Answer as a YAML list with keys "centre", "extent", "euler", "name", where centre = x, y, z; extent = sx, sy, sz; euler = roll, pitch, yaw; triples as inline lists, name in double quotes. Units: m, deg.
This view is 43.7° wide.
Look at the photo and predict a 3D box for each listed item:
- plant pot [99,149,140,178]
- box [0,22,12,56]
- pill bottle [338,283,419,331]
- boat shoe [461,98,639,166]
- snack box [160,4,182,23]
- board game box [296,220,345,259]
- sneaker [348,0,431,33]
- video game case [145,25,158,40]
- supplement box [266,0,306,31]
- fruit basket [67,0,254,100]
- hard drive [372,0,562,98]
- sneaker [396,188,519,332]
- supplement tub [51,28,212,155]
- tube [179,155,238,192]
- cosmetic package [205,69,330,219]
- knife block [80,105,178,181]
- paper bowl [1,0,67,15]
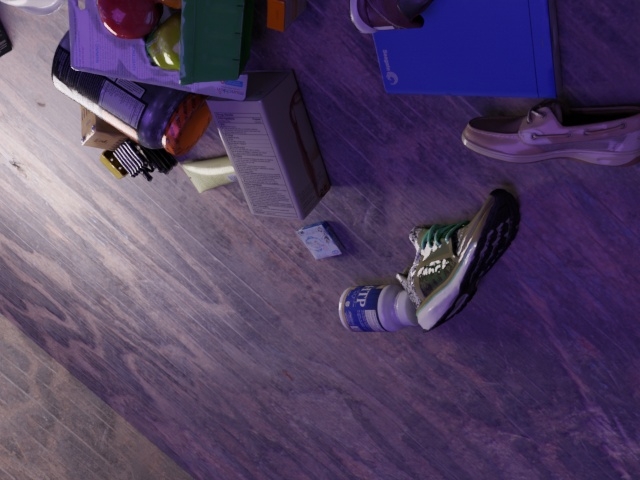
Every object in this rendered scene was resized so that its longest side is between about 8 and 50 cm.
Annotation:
- centre: [-0.514, -0.206, 2.043]
  extent: [0.081, 0.081, 0.083]
  euler: [47, 153, -11]
  name: "plant pot"
- centre: [-0.881, -0.532, 1.986]
  extent: [0.156, 0.093, 0.158]
  euler: [12, 134, 29]
  name: "box"
- centre: [0.146, 0.159, 1.869]
  extent: [0.187, 0.112, 0.112]
  euler: [-6, 124, 40]
  name: "pill bottle"
- centre: [0.389, -0.192, 1.344]
  extent: [0.302, 0.109, 0.098]
  euler: [8, 128, 24]
  name: "boat shoe"
- centre: [-0.288, -0.493, 1.561]
  extent: [0.037, 0.100, 0.141]
  euler: [9, 134, 31]
  name: "snack box"
- centre: [0.000, 0.000, 1.896]
  extent: [0.090, 0.020, 0.090]
  euler: [-13, 119, 44]
  name: "board game box"
- centre: [0.128, -0.466, 1.258]
  extent: [0.163, 0.106, 0.281]
  euler: [10, 127, 25]
  name: "sneaker"
- centre: [-0.384, -0.401, 1.791]
  extent: [0.173, 0.022, 0.190]
  euler: [-15, 117, 45]
  name: "video game case"
- centre: [-0.061, -0.432, 1.449]
  extent: [0.036, 0.098, 0.062]
  euler: [21, 137, 15]
  name: "supplement box"
- centre: [-0.295, -0.437, 1.471]
  extent: [0.353, 0.165, 0.327]
  euler: [14, 127, 8]
  name: "fruit basket"
- centre: [0.239, -0.344, 1.353]
  extent: [0.319, 0.040, 0.210]
  euler: [8, 133, 32]
  name: "hard drive"
- centre: [0.255, 0.023, 1.643]
  extent: [0.182, 0.158, 0.410]
  euler: [45, 139, 19]
  name: "sneaker"
- centre: [-0.393, -0.325, 1.700]
  extent: [0.316, 0.193, 0.193]
  euler: [33, 141, 6]
  name: "supplement tub"
- centre: [-0.244, -0.164, 1.897]
  extent: [0.240, 0.062, 0.070]
  euler: [-7, 83, 47]
  name: "tube"
- centre: [-0.104, -0.201, 1.690]
  extent: [0.153, 0.129, 0.296]
  euler: [9, 134, 33]
  name: "cosmetic package"
- centre: [-0.449, -0.286, 1.923]
  extent: [0.088, 0.242, 0.275]
  euler: [-26, 66, 47]
  name: "knife block"
- centre: [-0.635, -0.612, 1.675]
  extent: [0.284, 0.148, 0.284]
  euler: [22, 139, 21]
  name: "paper bowl"
